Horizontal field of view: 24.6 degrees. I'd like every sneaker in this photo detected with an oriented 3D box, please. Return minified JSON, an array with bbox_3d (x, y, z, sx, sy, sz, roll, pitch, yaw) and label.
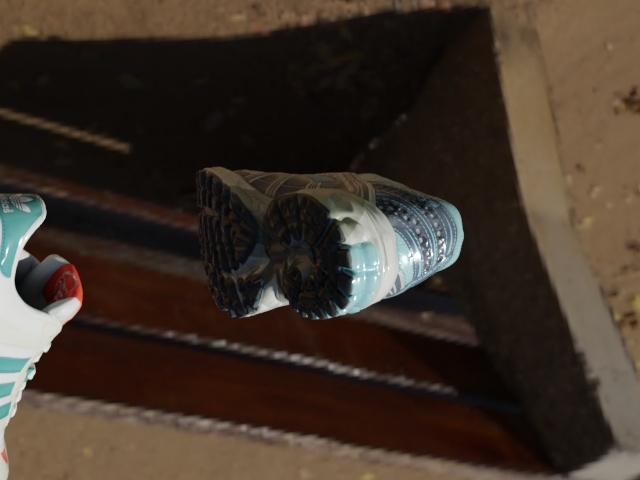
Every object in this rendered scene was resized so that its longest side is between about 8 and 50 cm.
[{"bbox_3d":[-0.130,0.045,0.595,0.075,0.057,0.161,-15,133,-13],"label":"sneaker"},{"bbox_3d":[0.000,0.000,1.061,0.122,0.110,0.283,-11,-168,-27],"label":"sneaker"}]
